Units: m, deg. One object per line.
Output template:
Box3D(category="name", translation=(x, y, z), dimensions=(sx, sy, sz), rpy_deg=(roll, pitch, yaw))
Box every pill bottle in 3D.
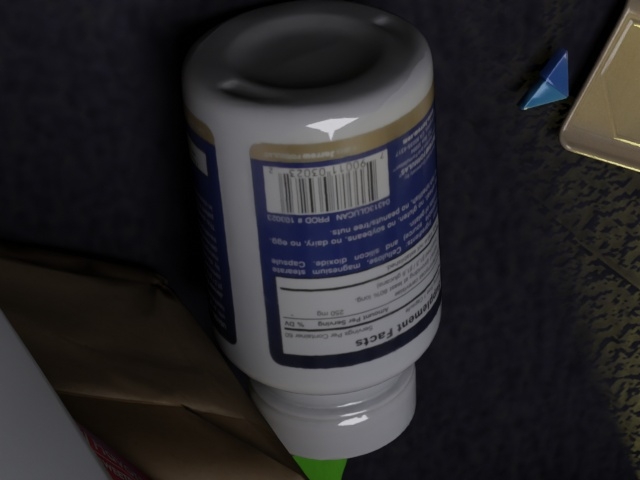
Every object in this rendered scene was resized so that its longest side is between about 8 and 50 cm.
Box3D(category="pill bottle", translation=(0.000, 0.000, 0.703), dimensions=(0.094, 0.094, 0.169), rpy_deg=(-15, 126, -15))

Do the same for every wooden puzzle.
Box3D(category="wooden puzzle", translation=(0.142, -0.066, 0.776), dimensions=(0.116, 0.014, 0.078), rpy_deg=(21, 106, -33))

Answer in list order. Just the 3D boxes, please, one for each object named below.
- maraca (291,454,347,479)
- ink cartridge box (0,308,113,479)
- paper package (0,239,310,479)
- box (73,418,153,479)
Box3D(category="maraca", translation=(-0.024, 0.156, 0.794), dimensions=(0.127, 0.099, 0.186), rpy_deg=(-14, 104, -33))
Box3D(category="ink cartridge box", translation=(-0.263, 0.063, 0.338), dimensions=(0.384, 0.160, 0.279), rpy_deg=(-34, 89, 22))
Box3D(category="paper package", translation=(-0.209, 0.155, 0.663), dimensions=(0.309, 0.168, 0.325), rpy_deg=(13, 114, -30))
Box3D(category="box", translation=(-0.042, 0.192, 0.566), dimensions=(0.142, 0.154, 0.300), rpy_deg=(-43, 128, 3))
